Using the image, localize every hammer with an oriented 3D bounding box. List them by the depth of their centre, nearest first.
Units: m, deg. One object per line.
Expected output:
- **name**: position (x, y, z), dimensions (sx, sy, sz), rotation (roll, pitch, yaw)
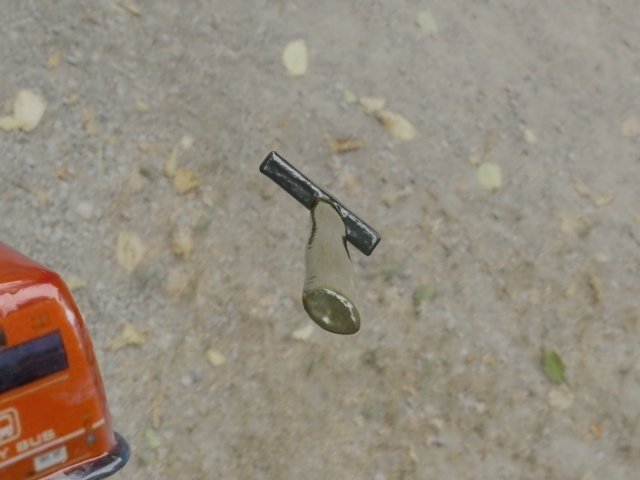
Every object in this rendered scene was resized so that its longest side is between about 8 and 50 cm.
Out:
- **hammer**: position (0.000, 0.000, 0.450), dimensions (0.062, 0.013, 0.199), rotation (38, 8, -6)

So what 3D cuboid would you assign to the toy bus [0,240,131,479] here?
- **toy bus**: position (-0.137, 0.030, 0.385), dimensions (0.079, 0.174, 0.077), rotation (-21, 116, -35)
